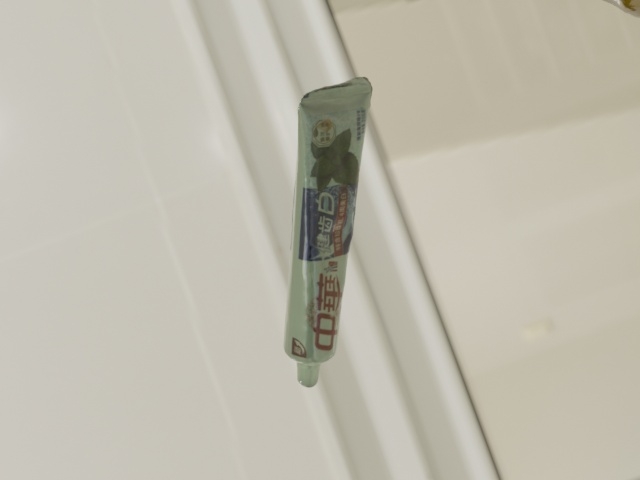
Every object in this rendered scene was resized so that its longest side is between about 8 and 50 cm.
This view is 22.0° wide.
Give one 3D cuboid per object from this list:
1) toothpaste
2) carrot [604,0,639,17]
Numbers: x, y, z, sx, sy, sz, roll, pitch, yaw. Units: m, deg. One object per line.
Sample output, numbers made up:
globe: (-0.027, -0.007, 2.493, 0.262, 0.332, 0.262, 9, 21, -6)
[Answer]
toothpaste: (0.000, 0.000, 1.148, 0.038, 0.060, 0.233, 33, 126, 45)
carrot: (0.209, -0.241, 0.531, 0.341, 0.241, 0.241, -65, -23, -17)
